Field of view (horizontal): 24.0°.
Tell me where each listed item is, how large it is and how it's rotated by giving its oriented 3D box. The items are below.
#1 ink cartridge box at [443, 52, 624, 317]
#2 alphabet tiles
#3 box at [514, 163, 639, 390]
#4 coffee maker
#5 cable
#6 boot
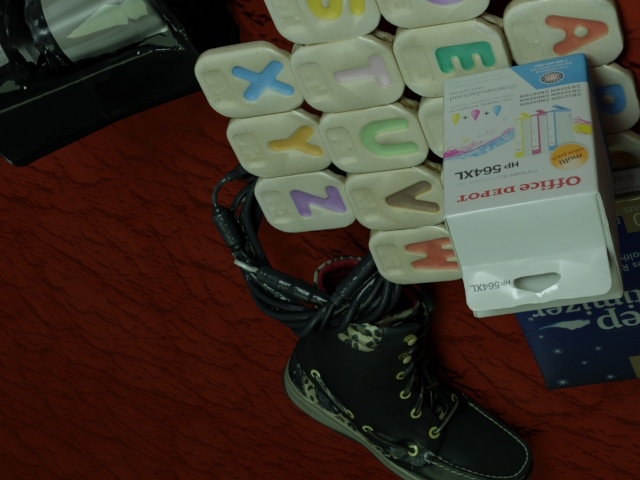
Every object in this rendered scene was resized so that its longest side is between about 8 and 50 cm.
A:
[{"bbox_3d":[0.127,-0.027,0.899,0.092,0.143,0.090,-10,133,14],"label":"ink cartridge box"},{"bbox_3d":[0.068,-0.074,0.986,0.278,0.021,0.284,-6,134,20],"label":"alphabet tiles"},{"bbox_3d":[0.204,0.040,1.041,0.136,0.036,0.225,-10,137,20],"label":"box"},{"bbox_3d":[-0.155,-0.122,1.049,0.178,0.120,0.171,-20,113,20],"label":"coffee maker"},{"bbox_3d":[0.000,0.000,1.157,0.184,0.047,0.150,-12,97,35],"label":"cable"},{"bbox_3d":[0.081,0.119,1.262,0.236,0.085,0.178,26,145,11],"label":"boot"}]
